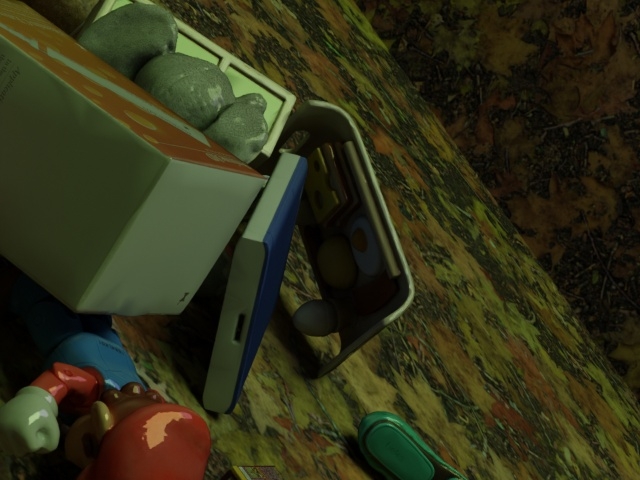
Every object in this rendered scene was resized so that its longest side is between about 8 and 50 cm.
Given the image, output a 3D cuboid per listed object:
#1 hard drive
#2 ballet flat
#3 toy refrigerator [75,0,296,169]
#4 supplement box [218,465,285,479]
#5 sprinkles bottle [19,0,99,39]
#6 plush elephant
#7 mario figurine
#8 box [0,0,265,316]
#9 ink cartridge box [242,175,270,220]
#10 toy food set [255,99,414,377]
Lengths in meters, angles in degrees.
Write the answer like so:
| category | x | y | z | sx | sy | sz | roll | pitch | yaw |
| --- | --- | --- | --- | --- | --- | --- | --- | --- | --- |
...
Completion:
| category | x | y | z | sx | sy | sz | roll | pitch | yaw |
| --- | --- | --- | --- | --- | --- | --- | --- | --- | --- |
| hard drive | -0.073 | 0.042 | 1.907 | 0.040 | 0.210 | 0.318 | 14 | 21 | 2 |
| ballet flat | 0.136 | 0.306 | 2.087 | 0.247 | 0.083 | 0.087 | 49 | 4 | -14 |
| toy refrigerator | -0.172 | -0.198 | 2.020 | 0.269 | 0.094 | 0.102 | 33 | 58 | -16 |
| supplement box | -0.064 | 0.256 | 1.613 | 0.055 | 0.043 | 0.083 | 51 | 18 | 26 |
| sprinkles bottle | -0.236 | -0.219 | 2.122 | 0.355 | 0.121 | 0.121 | 50 | 18 | -5 |
| plush elephant | -0.174 | -0.113 | 1.846 | 0.272 | 0.255 | 0.330 | 57 | 19 | 18 |
| mario figurine | -0.224 | 0.162 | 1.482 | 0.198 | 0.170 | 0.320 | -7 | 39 | -27 |
| box | -0.262 | -0.092 | 1.555 | 0.345 | 0.168 | 0.215 | 36 | 10 | 19 |
| ink cartridge box | -0.144 | -0.126 | 2.262 | 0.209 | 0.062 | 0.109 | 55 | 18 | 12 |
| toy food set | 0.000 | 0.000 | 2.070 | 0.092 | 0.220 | 0.306 | -12 | 73 | -27 |
